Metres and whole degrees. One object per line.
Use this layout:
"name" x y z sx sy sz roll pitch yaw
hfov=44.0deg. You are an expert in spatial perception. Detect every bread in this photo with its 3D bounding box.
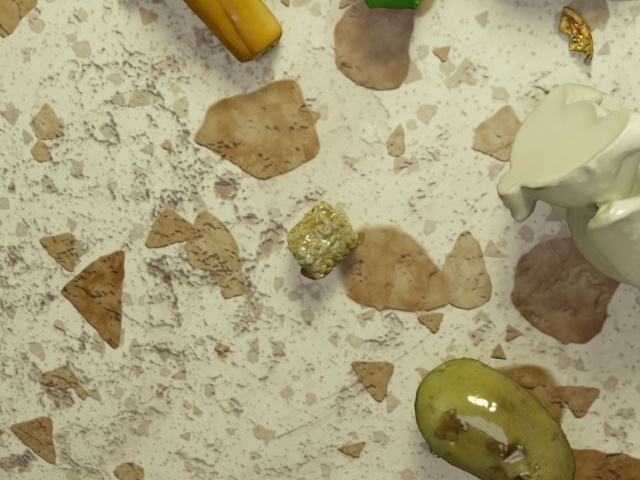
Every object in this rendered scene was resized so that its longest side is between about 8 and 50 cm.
"bread" -0.151 -0.355 1.125 0.092 0.074 0.239 -33 113 22

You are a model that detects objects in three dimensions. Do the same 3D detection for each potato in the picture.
"potato" 0.264 0.284 1.190 0.262 0.165 0.165 30 112 11

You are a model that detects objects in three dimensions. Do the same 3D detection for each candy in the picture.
"candy" 0.000 0.000 1.224 0.110 0.085 0.095 -36 102 11

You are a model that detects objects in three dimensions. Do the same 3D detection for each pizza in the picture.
"pizza" 0.346 -0.278 1.071 0.037 0.016 0.083 -24 100 27

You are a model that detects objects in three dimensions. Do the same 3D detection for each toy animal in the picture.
"toy animal" 0.381 -0.049 1.030 0.265 0.271 0.206 39 101 -23

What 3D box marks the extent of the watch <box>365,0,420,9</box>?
"watch" 0.110 -0.393 1.054 0.131 0.165 0.152 3 131 14
